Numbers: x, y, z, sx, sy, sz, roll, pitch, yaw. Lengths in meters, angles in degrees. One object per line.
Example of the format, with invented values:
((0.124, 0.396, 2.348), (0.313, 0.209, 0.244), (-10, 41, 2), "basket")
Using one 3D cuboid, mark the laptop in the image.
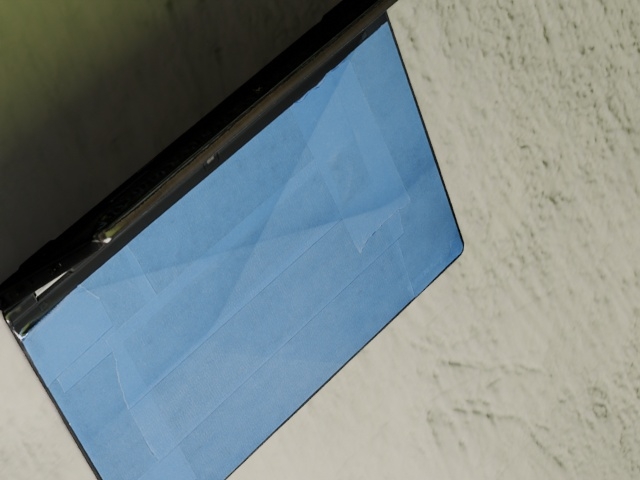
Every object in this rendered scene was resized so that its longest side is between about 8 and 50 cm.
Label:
((0.000, 0.000, 1.147), (0.382, 0.408, 0.236), (-43, 98, -24), "laptop")
